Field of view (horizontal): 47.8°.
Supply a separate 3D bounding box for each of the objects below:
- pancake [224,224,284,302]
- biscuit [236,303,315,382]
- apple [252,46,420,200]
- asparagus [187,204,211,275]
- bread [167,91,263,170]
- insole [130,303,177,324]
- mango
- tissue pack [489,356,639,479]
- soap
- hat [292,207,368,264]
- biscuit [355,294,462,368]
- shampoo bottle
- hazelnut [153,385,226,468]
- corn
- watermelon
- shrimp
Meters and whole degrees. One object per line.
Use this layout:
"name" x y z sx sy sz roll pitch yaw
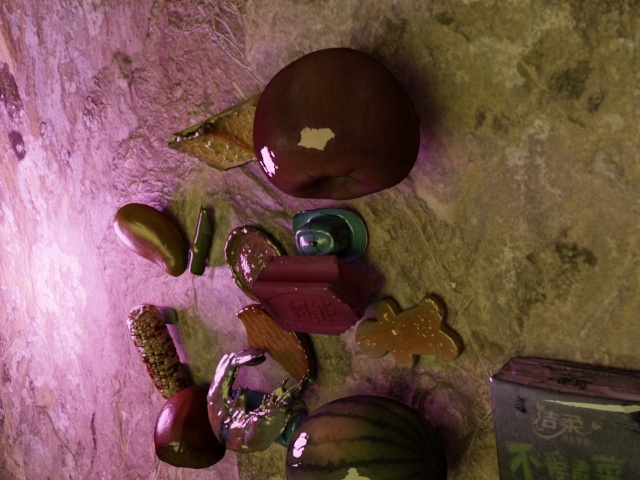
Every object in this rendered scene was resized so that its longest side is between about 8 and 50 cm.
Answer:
"pancake" -0.147 0.057 1.647 0.199 0.021 0.199 16 118 34
"biscuit" -0.095 0.242 1.667 0.176 0.031 0.229 -25 96 45
"apple" 0.026 -0.198 1.250 0.305 0.305 0.235 -9 76 40
"asparagus" -0.283 -0.001 1.720 0.045 0.041 0.179 18 116 5
"bread" -0.163 -0.234 1.488 0.265 0.142 0.178 -12 140 39
"insole" -0.452 0.201 1.949 0.191 0.010 0.063 -4 105 38
"mango" -0.412 -0.005 1.784 0.227 0.099 0.136 42 124 8
"tissue pack" 0.456 0.413 1.242 0.287 0.124 0.395 1 107 36
"soap" -0.005 0.107 1.467 0.249 0.099 0.162 -3 134 39
"hat" 0.000 0.000 1.470 0.190 0.078 0.138 -15 97 41
"biscuit" 0.164 0.184 1.444 0.234 0.030 0.153 -21 92 42
"shampoo bottle" -0.148 0.424 1.761 0.258 0.061 0.104 15 112 34
"hazelnut" -0.325 0.477 1.848 0.208 0.208 0.208 15 116 33
"corn" -0.421 0.308 1.908 0.098 0.098 0.290 -10 109 40
"watermelon" 0.080 0.452 1.447 0.359 0.278 0.279 -9 101 39
"shrimp" -0.151 0.361 1.678 0.360 0.085 0.247 -33 70 37
